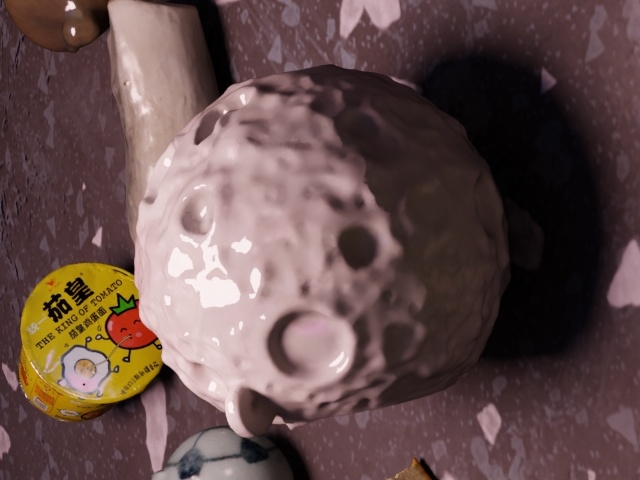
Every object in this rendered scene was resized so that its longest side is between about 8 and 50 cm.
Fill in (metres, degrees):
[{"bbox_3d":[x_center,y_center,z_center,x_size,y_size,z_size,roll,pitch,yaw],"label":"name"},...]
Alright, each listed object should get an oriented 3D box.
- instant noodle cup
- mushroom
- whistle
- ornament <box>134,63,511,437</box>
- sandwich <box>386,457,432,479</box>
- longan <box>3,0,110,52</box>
[{"bbox_3d":[-0.291,0.137,2.190,0.144,0.182,0.182,-52,54,58],"label":"instant noodle cup"},{"bbox_3d":[-0.163,-0.073,1.993,0.177,0.126,0.397,145,115,-75],"label":"mushroom"},{"bbox_3d":[-0.100,0.279,1.976,0.289,0.163,0.163,27,-127,-85],"label":"whistle"},{"bbox_3d":[0.000,0.000,1.576,0.337,0.337,0.337,16,109,54],"label":"ornament"},{"bbox_3d":[0.078,0.322,1.772,0.162,0.058,0.193,52,137,40],"label":"sandwich"},{"bbox_3d":[-0.299,-0.305,2.110,0.185,0.159,0.204,112,148,-43],"label":"longan"}]
